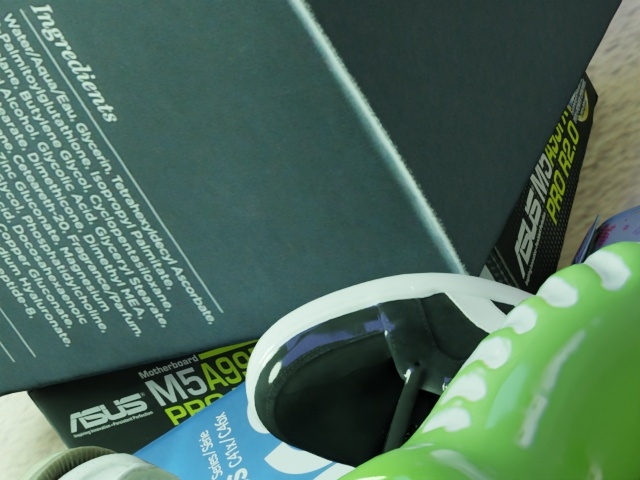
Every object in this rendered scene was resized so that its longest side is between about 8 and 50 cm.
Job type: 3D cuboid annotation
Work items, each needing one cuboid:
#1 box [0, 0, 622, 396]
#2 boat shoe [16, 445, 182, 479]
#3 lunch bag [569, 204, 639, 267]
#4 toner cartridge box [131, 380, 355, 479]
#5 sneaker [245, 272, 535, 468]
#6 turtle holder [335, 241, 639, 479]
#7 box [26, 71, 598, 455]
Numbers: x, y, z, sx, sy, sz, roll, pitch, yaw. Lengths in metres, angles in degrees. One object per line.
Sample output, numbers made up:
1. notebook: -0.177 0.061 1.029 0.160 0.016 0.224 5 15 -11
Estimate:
1. box: -0.083 -0.104 1.004 0.395 0.212 0.293 -14 29 37
2. boat shoe: -0.078 0.207 0.653 0.103 0.113 0.302 -16 52 42
3. lunch bag: 0.137 0.022 0.895 0.083 0.053 0.071 -22 30 44
4. toner cartridge box: 0.006 0.176 0.786 0.165 0.075 0.348 -35 30 4
5. sneaker: 0.085 0.075 0.745 0.217 0.079 0.121 4 26 -11
6. turtle holder: 0.171 0.125 0.452 0.243 0.320 0.227 7 64 47
7. box: 0.000 0.000 1.039 0.270 0.060 0.216 -19 28 28
